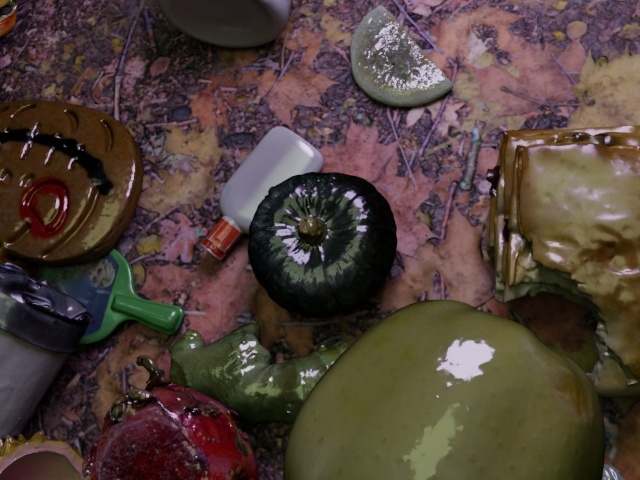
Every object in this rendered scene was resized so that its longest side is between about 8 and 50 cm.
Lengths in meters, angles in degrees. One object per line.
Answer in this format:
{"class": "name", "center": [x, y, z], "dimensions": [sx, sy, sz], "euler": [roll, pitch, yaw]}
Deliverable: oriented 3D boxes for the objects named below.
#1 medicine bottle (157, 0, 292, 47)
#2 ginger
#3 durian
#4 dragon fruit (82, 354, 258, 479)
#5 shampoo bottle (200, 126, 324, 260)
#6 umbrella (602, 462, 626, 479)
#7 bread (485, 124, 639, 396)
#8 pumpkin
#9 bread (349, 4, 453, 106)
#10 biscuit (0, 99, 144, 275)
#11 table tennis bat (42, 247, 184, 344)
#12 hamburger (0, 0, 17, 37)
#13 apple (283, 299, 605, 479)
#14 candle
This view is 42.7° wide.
{"class": "medicine bottle", "center": [-0.131, -0.518, 1.310], "dimensions": [0.210, 0.211, 0.372], "euler": [3, 72, 14]}
{"class": "ginger", "center": [-0.080, 0.183, 1.129], "dimensions": [0.289, 0.089, 0.137], "euler": [8, 49, 21]}
{"class": "durian", "center": [-0.450, 0.338, 1.084], "dimensions": [0.195, 0.305, 0.186], "euler": [-7, 65, 39]}
{"class": "dragon fruit", "center": [-0.209, 0.291, 1.056], "dimensions": [0.211, 0.147, 0.282], "euler": [-29, 85, 24]}
{"class": "shampoo bottle", "center": [-0.096, -0.065, 1.232], "dimensions": [0.108, 0.051, 0.221], "euler": [37, 83, 19]}
{"class": "umbrella", "center": [0.320, 0.275, 1.017], "dimensions": [0.143, 0.062, 0.067], "euler": [47, 108, 17]}
{"class": "bread", "center": [0.366, 0.009, 1.027], "dimensions": [0.314, 0.191, 0.370], "euler": [-1, 73, 12]}
{"class": "pumpkin", "center": [0.002, 0.002, 1.132], "dimensions": [0.211, 0.152, 0.212], "euler": [0, 81, 1]}
{"class": "bread", "center": [0.103, -0.274, 1.266], "dimensions": [0.112, 0.036, 0.193], "euler": [-36, 67, 1]}
{"class": "biscuit", "center": [-0.463, -0.081, 1.306], "dimensions": [0.367, 0.063, 0.314], "euler": [11, 70, 19]}
{"class": "table tennis bat", "center": [-0.321, 0.091, 1.243], "dimensions": [0.257, 0.039, 0.161], "euler": [14, 78, 20]}
{"class": "hamburger", "center": [-0.609, -0.412, 1.419], "dimensions": [0.161, 0.115, 0.162], "euler": [6, 44, -6]}
{"class": "apple", "center": [0.140, 0.242, 0.913], "dimensions": [0.357, 0.357, 0.358], "euler": [-4, 71, 12]}
{"class": "candle", "center": [-0.477, 0.192, 1.163], "dimensions": [0.187, 0.187, 0.330], "euler": [32, 90, 21]}
